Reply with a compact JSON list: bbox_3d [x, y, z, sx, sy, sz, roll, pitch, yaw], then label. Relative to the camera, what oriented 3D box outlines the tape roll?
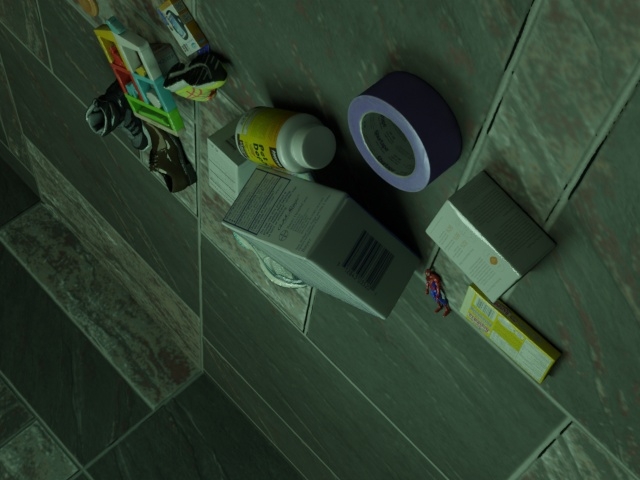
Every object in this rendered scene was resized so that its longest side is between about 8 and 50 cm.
[{"bbox_3d":[0.138,-0.179,1.627,0.189,0.080,0.189,40,153,25],"label":"tape roll"}]

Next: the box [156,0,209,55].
[{"bbox_3d":[-0.288,-0.447,2.073,0.136,0.028,0.081,59,155,-12],"label":"box"}]

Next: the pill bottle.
[{"bbox_3d":[-0.066,-0.196,1.920,0.215,0.117,0.117,19,140,51],"label":"pill bottle"}]

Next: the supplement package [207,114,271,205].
[{"bbox_3d":[-0.179,-0.170,2.176,0.105,0.105,0.179,43,155,19],"label":"supplement package"}]

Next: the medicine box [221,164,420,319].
[{"bbox_3d":[0.000,0.000,1.933,0.289,0.149,0.263,23,168,48],"label":"medicine box"}]

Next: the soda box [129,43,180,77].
[{"bbox_3d":[-0.398,-0.417,2.274,0.183,0.058,0.063,16,138,54],"label":"soda box"}]

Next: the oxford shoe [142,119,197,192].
[{"bbox_3d":[-0.406,-0.221,2.524,0.083,0.096,0.227,15,136,56],"label":"oxford shoe"}]

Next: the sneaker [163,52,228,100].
[{"bbox_3d":[-0.249,-0.342,2.108,0.094,0.081,0.208,33,165,-34],"label":"sneaker"}]

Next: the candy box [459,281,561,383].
[{"bbox_3d":[0.348,0.169,1.813,0.206,0.027,0.105,43,157,20],"label":"candy box"}]

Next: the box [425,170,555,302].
[{"bbox_3d":[0.277,-0.004,1.613,0.170,0.091,0.130,47,156,10],"label":"box"}]

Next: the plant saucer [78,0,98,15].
[{"bbox_3d":[-0.575,-0.587,2.403,0.083,0.013,0.083,39,154,24],"label":"plant saucer"}]

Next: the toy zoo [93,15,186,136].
[{"bbox_3d":[-0.421,-0.385,2.247,0.192,0.030,0.293,27,148,42],"label":"toy zoo"}]

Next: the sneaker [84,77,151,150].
[{"bbox_3d":[-0.523,-0.306,2.536,0.101,0.153,0.268,40,154,25],"label":"sneaker"}]

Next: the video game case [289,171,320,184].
[{"bbox_3d":[-0.029,-0.123,2.092,0.087,0.011,0.122,13,135,56],"label":"video game case"}]

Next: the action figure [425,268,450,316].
[{"bbox_3d":[0.226,0.101,1.936,0.038,0.030,0.115,29,146,51],"label":"action figure"}]

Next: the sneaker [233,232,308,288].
[{"bbox_3d":[-0.113,0.003,2.306,0.283,0.110,0.122,38,150,27],"label":"sneaker"}]
